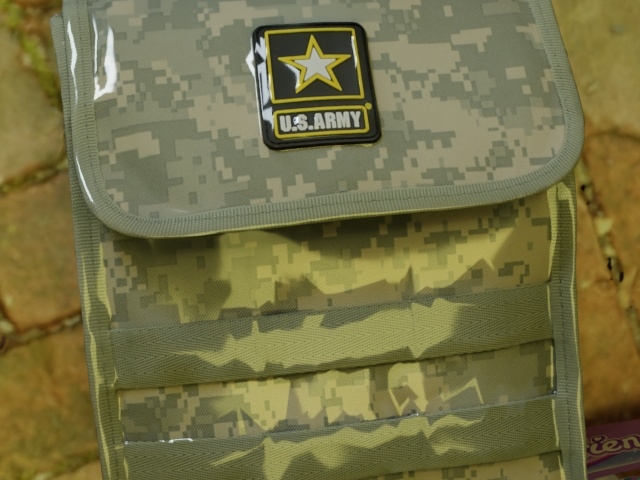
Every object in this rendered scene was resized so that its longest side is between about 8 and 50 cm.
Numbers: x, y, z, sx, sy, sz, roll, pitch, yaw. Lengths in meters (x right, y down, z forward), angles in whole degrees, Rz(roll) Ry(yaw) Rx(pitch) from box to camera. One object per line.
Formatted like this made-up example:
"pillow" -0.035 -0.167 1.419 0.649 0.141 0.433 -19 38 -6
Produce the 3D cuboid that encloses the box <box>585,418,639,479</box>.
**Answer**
"box" 0.221 0.156 0.672 0.293 0.201 0.057 -11 110 10

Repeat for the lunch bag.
"lunch bag" 0.000 0.000 0.640 0.235 0.169 0.287 -6 100 -6
